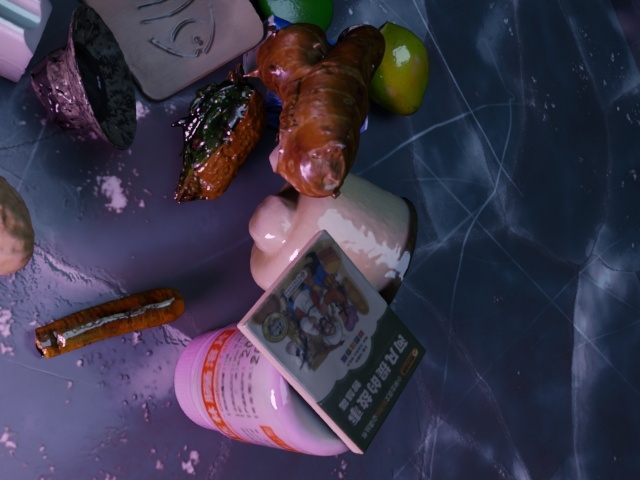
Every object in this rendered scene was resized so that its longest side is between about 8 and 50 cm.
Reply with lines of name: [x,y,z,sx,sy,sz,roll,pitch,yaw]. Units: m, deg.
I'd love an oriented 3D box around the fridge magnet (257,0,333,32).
fridge magnet: [-0.061,-0.552,1.461,0.208,0.088,0.208,8,75,-33]

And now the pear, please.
pear: [0.179,-0.410,1.551,0.219,0.187,0.187,47,57,-21]

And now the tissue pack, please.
tissue pack: [-0.032,-0.342,1.401,0.263,0.146,0.198,12,73,-33]

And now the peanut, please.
peanut: [-0.553,-0.072,0.978,0.290,0.130,0.130,48,57,-18]

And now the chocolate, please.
chocolate: [0.000,0.000,1.280,0.297,0.326,0.314,27,71,-10]

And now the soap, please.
soap: [-0.584,-0.373,0.988,0.289,0.173,0.095,25,67,-30]

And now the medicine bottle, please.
medicine bottle: [-0.086,0.235,1.089,0.219,0.388,0.219,7,78,-34]

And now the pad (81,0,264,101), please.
pad: [-0.288,-0.453,1.250,0.286,0.018,0.284,-34,102,-12]

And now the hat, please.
hat: [-0.421,-0.265,1.105,0.128,0.265,0.265,-16,90,3]

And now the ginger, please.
ginger: [-0.024,-0.250,1.154,0.254,0.176,0.418,6,57,5]

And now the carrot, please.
carrot: [-0.362,0.141,1.111,0.260,0.070,0.070,-17,90,-36]

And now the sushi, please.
sushi: [-0.212,-0.204,1.250,0.287,0.149,0.140,-55,143,-3]

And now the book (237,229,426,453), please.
book: [0.028,0.145,0.931,0.264,0.027,0.202,50,56,-16]
